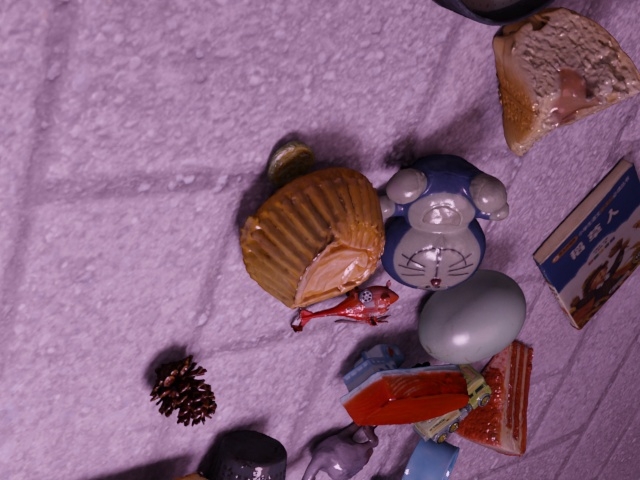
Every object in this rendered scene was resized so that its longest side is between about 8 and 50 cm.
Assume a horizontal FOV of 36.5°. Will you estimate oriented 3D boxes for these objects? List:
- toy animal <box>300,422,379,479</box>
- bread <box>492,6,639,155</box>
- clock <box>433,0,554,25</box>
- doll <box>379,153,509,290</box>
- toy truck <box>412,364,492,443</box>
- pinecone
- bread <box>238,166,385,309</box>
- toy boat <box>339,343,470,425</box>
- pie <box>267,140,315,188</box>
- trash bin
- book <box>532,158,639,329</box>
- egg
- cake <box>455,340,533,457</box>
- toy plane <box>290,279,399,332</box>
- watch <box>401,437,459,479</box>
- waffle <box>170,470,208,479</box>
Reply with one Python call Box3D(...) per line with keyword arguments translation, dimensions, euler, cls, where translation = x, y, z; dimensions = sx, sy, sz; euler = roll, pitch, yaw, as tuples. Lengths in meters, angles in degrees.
Box3D(translation=(0.029, 0.428, 1.928), dimensions=(0.324, 0.090, 0.195), euler=(-39, 140, -29), cls="toy animal")
Box3D(translation=(0.373, -0.281, 1.601), dimensions=(0.183, 0.211, 0.224), euler=(-26, 177, -11), cls="bread")
Box3D(translation=(0.286, -0.483, 1.351), dimensions=(0.386, 0.076, 0.386), euler=(-28, 140, -26), cls="clock")
Box3D(translation=(0.193, -0.022, 1.630), dimensions=(0.228, 0.154, 0.259), euler=(1, 122, -6), cls="doll")
Box3D(translation=(0.278, 0.349, 2.123), dimensions=(0.191, 0.085, 0.116), euler=(-39, 139, -9), cls="toy truck")
Box3D(translation=(-0.209, 0.235, 1.493), dimensions=(0.102, 0.102, 0.109), euler=(-38, 114, -13), cls="pinecone")
Box3D(translation=(0.000, -0.003, 1.445), dimensions=(0.240, 0.139, 0.240), euler=(-32, 149, -22), cls="bread")
Box3D(translation=(0.175, 0.273, 1.889), dimensions=(0.331, 0.133, 0.145), euler=(8, 138, -47), cls="toy boat")
Box3D(translation=(-0.044, -0.111, 1.404), dimensions=(0.084, 0.021, 0.084), euler=(-27, 145, -21), cls="pie")
Box3D(translation=(-0.133, 0.428, 1.715), dimensions=(0.175, 0.175, 0.161), euler=(-4, 113, -44), cls="trash bin")
Box3D(translation=(0.643, 0.023, 2.234), dimensions=(0.300, 0.039, 0.428), euler=(-47, 145, -1), cls="book")
Box3D(translation=(0.293, 0.148, 1.874), dimensions=(0.230, 0.168, 0.168), euler=(-26, 139, -20), cls="egg")
Box3D(translation=(0.435, 0.377, 2.247), dimensions=(0.158, 0.159, 0.262), euler=(25, 103, -50), cls="cake")
Box3D(translation=(0.043, 0.116, 1.676), dimensions=(0.194, 0.126, 0.077), euler=(-5, 98, -2), cls="toy plane")
Box3D(translation=(0.239, 0.541, 2.206), dimensions=(0.211, 0.211, 0.193), euler=(38, 75, -55), cls="watch")
Box3D(translation=(-0.309, 0.506, 1.557), dimensions=(0.308, 0.091, 0.213), euler=(-8, 126, -47), cls="waffle")
